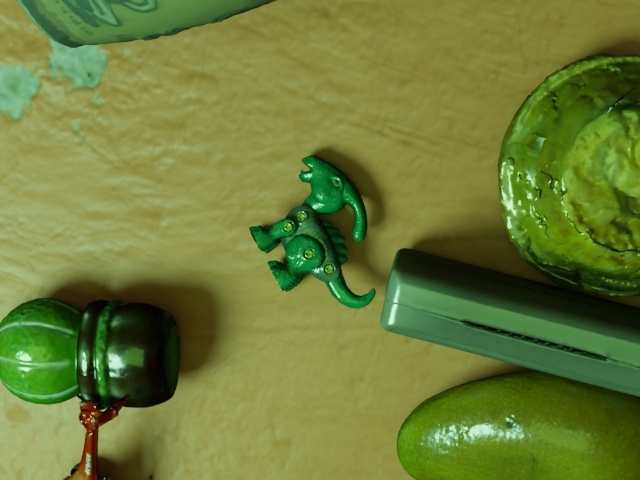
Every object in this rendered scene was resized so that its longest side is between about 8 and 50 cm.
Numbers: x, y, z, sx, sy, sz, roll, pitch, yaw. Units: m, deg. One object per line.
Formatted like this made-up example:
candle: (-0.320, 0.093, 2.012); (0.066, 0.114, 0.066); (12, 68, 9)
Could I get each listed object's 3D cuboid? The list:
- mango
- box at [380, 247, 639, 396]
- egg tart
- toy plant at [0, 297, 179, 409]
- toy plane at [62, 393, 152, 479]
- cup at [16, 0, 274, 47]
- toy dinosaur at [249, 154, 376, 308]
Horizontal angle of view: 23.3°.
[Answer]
mango: (0.173, 0.168, 1.270); (0.228, 0.099, 0.136); (3, 121, 13)
box: (0.171, 0.067, 1.251); (0.244, 0.103, 0.055); (14, 103, 3)
egg tart: (0.245, -0.049, 1.241); (0.213, 0.090, 0.212); (0, 100, 2)
toy plant: (-0.203, 0.095, 1.297); (0.162, 0.093, 0.092); (2, 98, 5)
toy plane: (-0.200, 0.210, 1.290); (0.077, 0.194, 0.126); (24, 57, 21)
cup: (-0.129, -0.298, 1.193); (0.257, 0.227, 0.301); (-23, 66, 12)
toy dinosaur: (0.000, 0.000, 1.286); (0.096, 0.059, 0.132); (-31, 86, 3)
